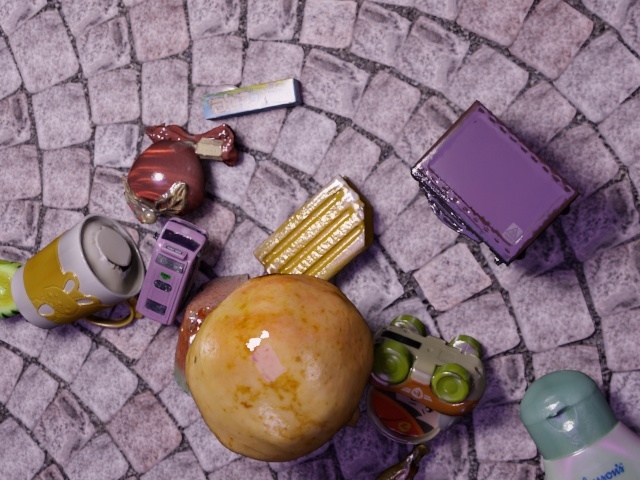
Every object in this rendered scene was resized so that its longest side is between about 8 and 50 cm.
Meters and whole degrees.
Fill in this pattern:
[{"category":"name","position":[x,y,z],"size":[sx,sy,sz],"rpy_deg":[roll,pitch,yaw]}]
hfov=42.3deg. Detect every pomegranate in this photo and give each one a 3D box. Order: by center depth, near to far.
[{"category":"pomegranate","position":[-0.052,0.219,1.430],"size":[0.342,0.342,0.343],"rpy_deg":[0,91,16]}]

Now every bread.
[{"category":"bread","position":[-0.666,0.101,1.768],"size":[0.139,0.071,0.130],"rpy_deg":[-12,85,18]}]

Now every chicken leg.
[{"category":"chicken leg","position":[0.150,0.455,1.550],"size":[0.093,0.070,0.178],"rpy_deg":[32,94,-5]}]

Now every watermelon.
[{"category":"watermelon","position":[-0.200,0.187,1.626],"size":[0.192,0.140,0.257],"rpy_deg":[6,85,8]}]

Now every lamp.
[{"category":"lamp","position":[-0.281,-0.134,1.613],"size":[0.214,0.151,0.223],"rpy_deg":[10,92,11]}]

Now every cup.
[{"category":"cup","position":[-0.476,0.091,1.676],"size":[0.226,0.185,0.241],"rpy_deg":[-26,115,20]}]

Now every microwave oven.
[{"category":"microwave oven","position":[0.296,-0.090,1.433],"size":[0.247,0.178,0.188],"rpy_deg":[44,102,11]}]

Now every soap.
[{"category":"soap","position":[0.000,0.000,1.574],"size":[0.232,0.073,0.140],"rpy_deg":[-42,82,12]}]

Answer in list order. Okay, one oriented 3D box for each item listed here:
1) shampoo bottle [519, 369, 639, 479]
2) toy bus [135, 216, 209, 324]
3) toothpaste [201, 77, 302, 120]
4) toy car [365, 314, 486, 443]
[{"category":"shampoo bottle","position":[0.471,0.386,1.409],"size":[0.221,0.151,0.350],"rpy_deg":[-31,82,16]},{"category":"toy bus","position":[-0.291,0.061,1.612],"size":[0.096,0.108,0.199],"rpy_deg":[24,122,0]},{"category":"toothpaste","position":[-0.136,-0.286,1.622],"size":[0.193,0.044,0.070],"rpy_deg":[-8,89,16]},{"category":"toy car","position":[0.179,0.275,1.512],"size":[0.235,0.145,0.235],"rpy_deg":[8,113,19]}]
